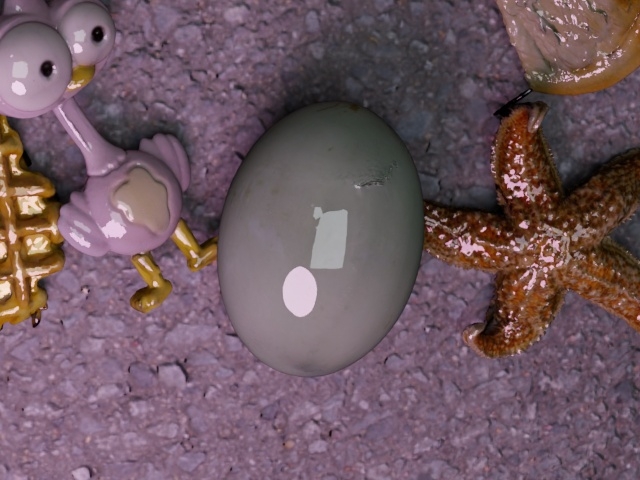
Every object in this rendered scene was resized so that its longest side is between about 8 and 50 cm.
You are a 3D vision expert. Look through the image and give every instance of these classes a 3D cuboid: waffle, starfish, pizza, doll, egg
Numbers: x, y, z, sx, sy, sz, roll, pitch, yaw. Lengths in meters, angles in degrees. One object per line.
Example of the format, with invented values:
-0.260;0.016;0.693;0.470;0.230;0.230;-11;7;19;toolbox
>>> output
-0.406;0.005;1.871;0.329;0.062;0.329;-3;108;-9;waffle
0.239;-0.018;1.938;0.312;0.113;0.303;-18;110;1;starfish
0.237;-0.249;1.838;0.181;0.034;0.262;-18;126;31;pizza
-0.225;-0.107;1.836;0.160;0.094;0.365;-38;118;-24;doll
0.000;0.000;1.854;0.203;0.203;0.283;10;109;-12;egg
